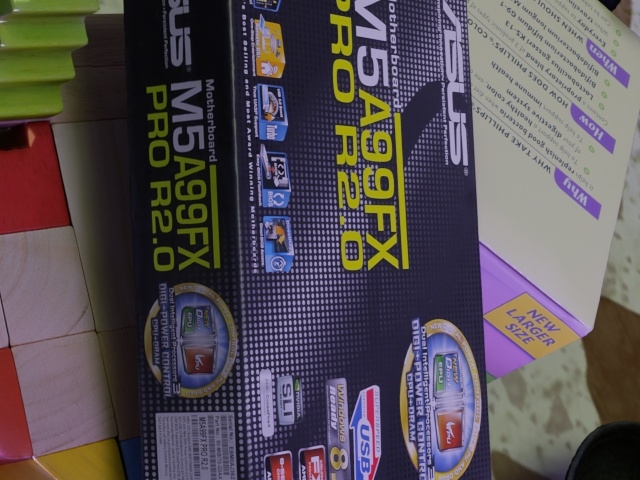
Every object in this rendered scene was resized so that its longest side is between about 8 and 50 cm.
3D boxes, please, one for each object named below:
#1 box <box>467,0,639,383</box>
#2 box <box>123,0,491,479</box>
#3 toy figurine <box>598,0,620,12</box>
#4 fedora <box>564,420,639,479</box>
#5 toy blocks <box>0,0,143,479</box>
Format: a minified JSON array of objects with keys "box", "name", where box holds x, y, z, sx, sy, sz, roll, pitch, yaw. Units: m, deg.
[{"box":[0.068,-0.073,1.142,0.213,0.117,0.243,38,46,-21],"name":"box"},{"box":[0.000,0.000,0.895,0.216,0.060,0.270,1,86,-57],"name":"box"},{"box":[0.159,-0.217,1.242,0.209,0.213,0.148,32,65,-22],"name":"toy figurine"},{"box":[0.261,0.232,1.069,0.334,0.152,0.334,42,33,-36],"name":"fedora"},{"box":[-0.135,0.035,0.876,0.381,0.191,0.261,-9,86,-47],"name":"toy blocks"}]
